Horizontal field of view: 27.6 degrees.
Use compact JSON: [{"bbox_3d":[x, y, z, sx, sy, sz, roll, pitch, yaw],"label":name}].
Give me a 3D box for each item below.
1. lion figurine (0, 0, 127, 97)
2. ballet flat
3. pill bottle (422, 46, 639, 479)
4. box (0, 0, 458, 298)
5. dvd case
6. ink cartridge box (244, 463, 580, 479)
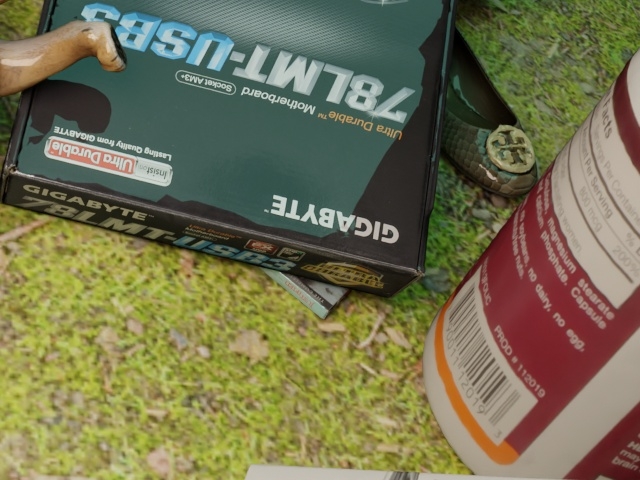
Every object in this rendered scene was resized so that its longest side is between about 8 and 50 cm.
[{"bbox_3d":[-0.268,-0.185,0.830,0.240,0.142,0.392,-16,58,6],"label":"lion figurine"},{"bbox_3d":[0.123,-0.142,1.153,0.084,0.058,0.250,-2,51,-33],"label":"ballet flat"},{"bbox_3d":[0.247,0.002,0.834,0.224,0.392,0.224,17,43,-17],"label":"pill bottle"},{"bbox_3d":[-0.054,-0.133,0.935,0.295,0.073,0.293,14,66,-13],"label":"box"},{"bbox_3d":[0.000,0.000,0.973,0.087,0.013,0.119,39,43,8],"label":"dvd case"},{"bbox_3d":[0.050,0.200,0.660,0.219,0.093,0.160,0,31,14],"label":"ink cartridge box"}]
